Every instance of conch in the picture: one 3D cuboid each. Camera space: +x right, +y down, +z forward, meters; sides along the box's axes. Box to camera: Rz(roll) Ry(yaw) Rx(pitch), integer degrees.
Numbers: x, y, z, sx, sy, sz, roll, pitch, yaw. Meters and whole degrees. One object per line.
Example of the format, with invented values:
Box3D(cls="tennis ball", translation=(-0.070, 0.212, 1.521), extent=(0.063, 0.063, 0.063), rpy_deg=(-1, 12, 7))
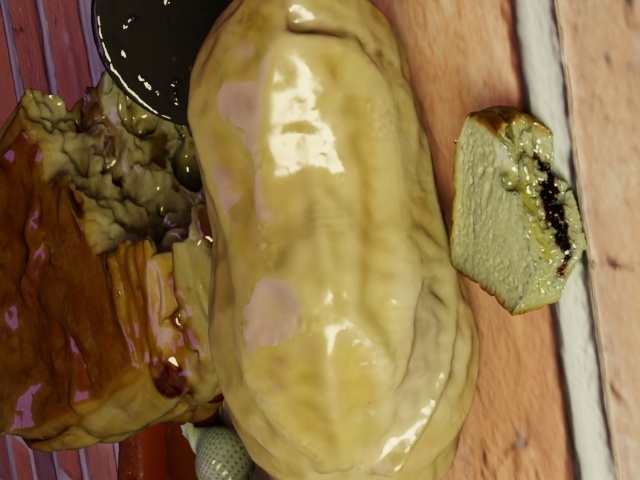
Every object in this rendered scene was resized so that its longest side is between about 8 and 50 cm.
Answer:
Box3D(cls="conch", translation=(-0.091, 0.202, 1.261), extent=(0.076, 0.056, 0.085), rpy_deg=(89, 161, -63))

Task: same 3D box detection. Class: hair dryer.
Box3D(cls="hair dryer", translation=(-0.174, -0.230, 1.025), extent=(0.284, 0.156, 0.320), rpy_deg=(39, 180, -28))

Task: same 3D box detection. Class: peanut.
Box3D(cls="peanut", translation=(0.002, 0.000, 0.811), extent=(0.158, 0.174, 0.340), rpy_deg=(-12, 85, 34))

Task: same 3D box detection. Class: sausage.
Box3D(cls="sausage", translation=(-0.149, 0.200, 1.345), extent=(0.102, 0.102, 0.330), rpy_deg=(-137, 44, -54))

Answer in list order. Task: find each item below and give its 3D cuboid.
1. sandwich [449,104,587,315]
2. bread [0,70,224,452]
Box3D(cls="sandwich", translation=(0.104, -0.018, 0.727), extent=(0.093, 0.036, 0.105), rpy_deg=(-146, 50, -60))
Box3D(cls="bread", translation=(-0.145, 0.011, 1.135), extent=(0.370, 0.191, 0.314), rpy_deg=(-34, 62, 49))
